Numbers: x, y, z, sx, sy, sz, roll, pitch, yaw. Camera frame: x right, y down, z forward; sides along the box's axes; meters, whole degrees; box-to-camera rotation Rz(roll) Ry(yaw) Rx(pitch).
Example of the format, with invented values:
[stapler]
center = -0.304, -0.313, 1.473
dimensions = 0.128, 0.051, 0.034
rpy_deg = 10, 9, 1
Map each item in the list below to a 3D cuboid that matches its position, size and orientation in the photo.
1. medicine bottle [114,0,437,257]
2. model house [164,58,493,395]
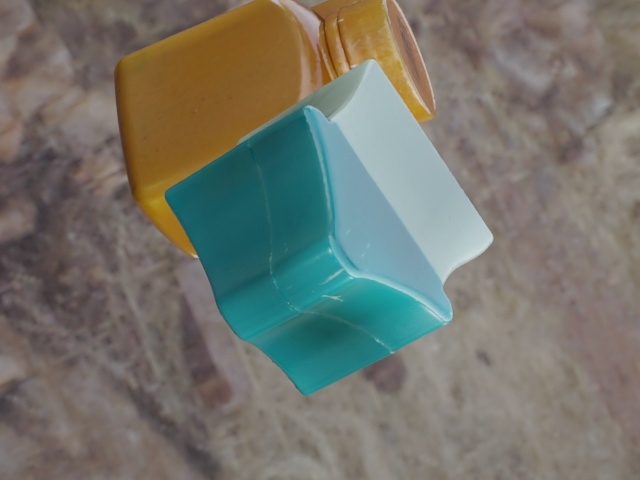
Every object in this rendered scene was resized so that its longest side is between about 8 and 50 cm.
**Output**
[medicine bottle]
center = -0.033, -0.098, 1.295
dimensions = 0.112, 0.222, 0.149
rpy_deg = 50, 23, -54
[model house]
center = 0.000, 0.000, 0.852
dimensions = 0.127, 0.100, 0.149
rpy_deg = 55, 29, -8
